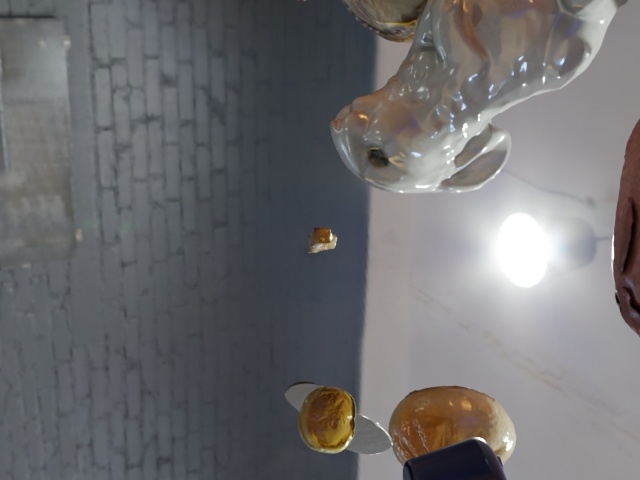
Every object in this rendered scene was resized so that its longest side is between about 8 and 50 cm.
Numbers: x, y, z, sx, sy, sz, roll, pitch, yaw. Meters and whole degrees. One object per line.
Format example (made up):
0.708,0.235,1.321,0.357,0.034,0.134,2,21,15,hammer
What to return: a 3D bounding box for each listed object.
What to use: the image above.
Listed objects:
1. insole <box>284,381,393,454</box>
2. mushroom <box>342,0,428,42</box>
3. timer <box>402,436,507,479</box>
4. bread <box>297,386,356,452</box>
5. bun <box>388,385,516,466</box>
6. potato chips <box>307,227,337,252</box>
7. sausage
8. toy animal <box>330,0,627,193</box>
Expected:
0.035,0.343,1.603,0.111,0.328,0.007,-24,-135,20,insole
0.101,-0.398,1.221,0.255,0.267,0.267,-62,-161,-14,mushroom
0.089,0.454,1.241,0.270,0.383,0.270,171,-90,-88,timer
0.013,0.292,1.373,0.024,0.110,0.110,-23,-106,62,bread
0.302,0.480,1.962,0.299,0.298,0.165,112,-5,-47,bun
0.000,0.000,0.988,0.204,0.037,0.026,53,31,-86,potato chips
0.415,-0.021,0.968,0.152,0.152,0.280,-158,-108,-63,sausage
0.183,-0.196,1.014,0.357,0.257,0.194,-49,-130,15,toy animal
